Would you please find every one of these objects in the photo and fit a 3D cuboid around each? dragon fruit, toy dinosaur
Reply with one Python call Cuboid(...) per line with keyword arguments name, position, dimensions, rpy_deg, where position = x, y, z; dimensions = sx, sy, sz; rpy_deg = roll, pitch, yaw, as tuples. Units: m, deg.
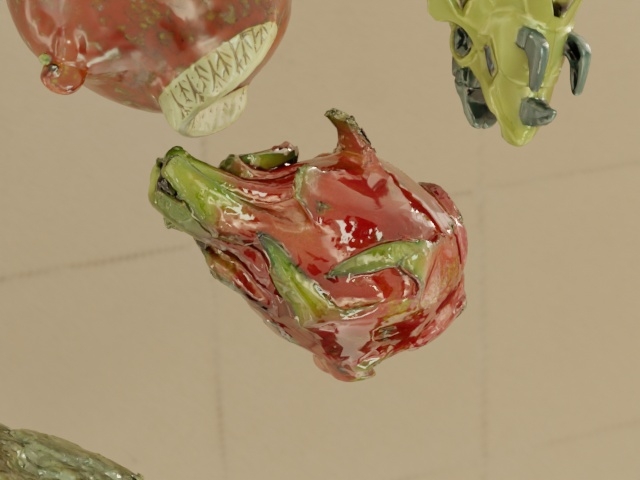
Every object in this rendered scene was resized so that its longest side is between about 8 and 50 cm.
Cuboid(name="dragon fruit", position=(-0.005, -0.005, 1.416), dimensions=(0.269, 0.200, 0.198), rpy_deg=(28, 97, 0))
Cuboid(name="toy dinosaur", position=(0.100, -0.188, 0.928), dimensions=(0.094, 0.153, 0.259), rpy_deg=(0, 110, -35))

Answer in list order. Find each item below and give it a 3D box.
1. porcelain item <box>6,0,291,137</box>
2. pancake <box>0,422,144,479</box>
Cuboid(name="porcelain item", position=(-0.155, -0.191, 1.488), dimensions=(0.253, 0.253, 0.253), rpy_deg=(-7, 107, -25))
Cuboid(name="pancake", position=(-0.107, 0.148, 0.828), dimensions=(0.253, 0.253, 0.037), rpy_deg=(20, 100, -30))
